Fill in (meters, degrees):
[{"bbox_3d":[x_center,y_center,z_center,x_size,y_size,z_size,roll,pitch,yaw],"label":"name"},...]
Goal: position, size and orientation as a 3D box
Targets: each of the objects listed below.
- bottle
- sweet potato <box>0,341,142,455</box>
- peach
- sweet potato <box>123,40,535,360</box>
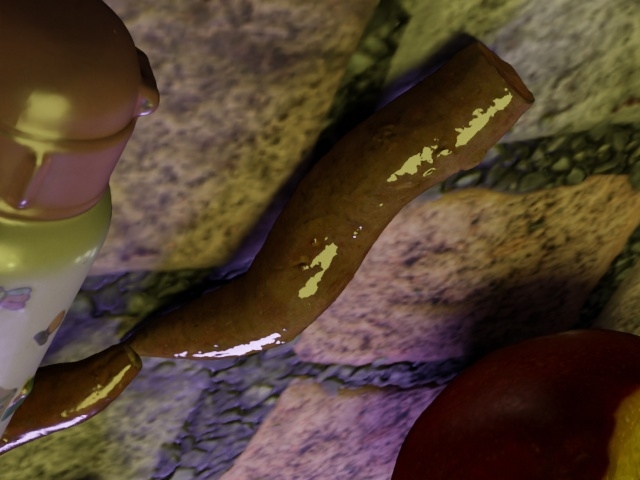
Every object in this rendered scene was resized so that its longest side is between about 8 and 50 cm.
[{"bbox_3d":[-0.161,-0.003,0.549,0.120,0.120,0.253,5,130,-36],"label":"bottle"},{"bbox_3d":[-0.221,0.122,0.708,0.264,0.057,0.057,-32,143,5],"label":"sweet potato"},{"bbox_3d":[0.167,0.188,0.881,0.245,0.248,0.274,-9,136,12],"label":"peach"},{"bbox_3d":[0.000,0.000,0.701,0.067,0.059,0.281,29,115,-38],"label":"sweet potato"}]
